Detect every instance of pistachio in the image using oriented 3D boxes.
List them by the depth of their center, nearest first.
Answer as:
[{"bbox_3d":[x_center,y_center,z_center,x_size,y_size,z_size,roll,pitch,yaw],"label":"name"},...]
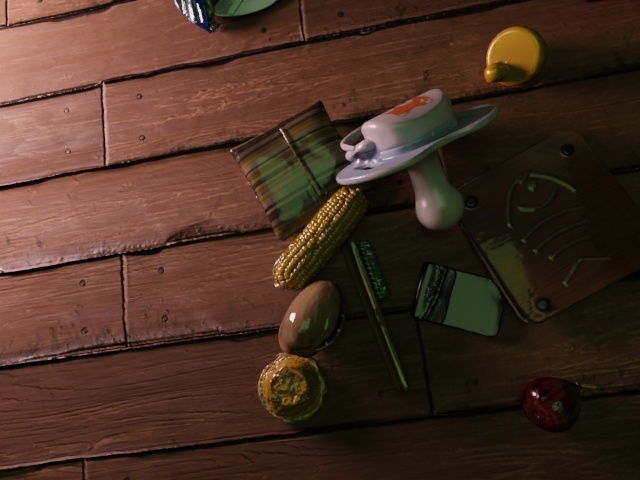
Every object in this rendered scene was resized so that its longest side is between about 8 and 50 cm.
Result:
[{"bbox_3d":[-0.012,0.138,0.902,0.113,0.113,0.149,25,66,11],"label":"pistachio"}]

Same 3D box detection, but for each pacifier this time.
[{"bbox_3d":[0.176,-0.125,0.888,0.299,0.244,0.233,-27,101,-12],"label":"pacifier"}]

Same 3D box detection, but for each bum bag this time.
[{"bbox_3d":[0.249,0.106,0.909,0.159,0.026,0.109,13,80,9],"label":"bum bag"}]

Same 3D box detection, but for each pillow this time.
[{"bbox_3d":[-0.039,-0.137,0.978,0.208,0.052,0.212,-30,81,0],"label":"pillow"}]

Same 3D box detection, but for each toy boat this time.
[{"bbox_3d":[-0.163,-0.545,1.085,0.290,0.067,0.221,-1,79,-4],"label":"toy boat"}]

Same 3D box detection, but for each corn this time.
[{"bbox_3d":[0.000,0.000,0.927,0.080,0.080,0.238,43,95,13],"label":"corn"}]

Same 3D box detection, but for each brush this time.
[{"bbox_3d":[0.107,0.128,0.911,0.048,0.054,0.283,-15,77,-15],"label":"brush"}]

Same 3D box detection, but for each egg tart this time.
[{"bbox_3d":[-0.051,0.263,0.906,0.128,0.049,0.129,-1,81,8],"label":"egg tart"}]

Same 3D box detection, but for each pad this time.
[{"bbox_3d":[0.413,-0.032,0.911,0.286,0.018,0.284,-28,73,-1],"label":"pad"}]

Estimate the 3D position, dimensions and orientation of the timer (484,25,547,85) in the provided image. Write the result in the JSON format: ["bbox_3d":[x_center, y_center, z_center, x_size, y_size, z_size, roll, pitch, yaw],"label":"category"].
[{"bbox_3d":[0.357,-0.338,0.938,0.107,0.109,0.107,16,117,35],"label":"timer"}]

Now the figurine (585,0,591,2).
[{"bbox_3d":[0.486,-0.578,0.825,0.248,0.388,0.277,-41,79,0],"label":"figurine"}]

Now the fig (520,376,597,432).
[{"bbox_3d":[0.398,0.258,0.842,0.125,0.089,0.089,-22,76,-24],"label":"fig"}]
